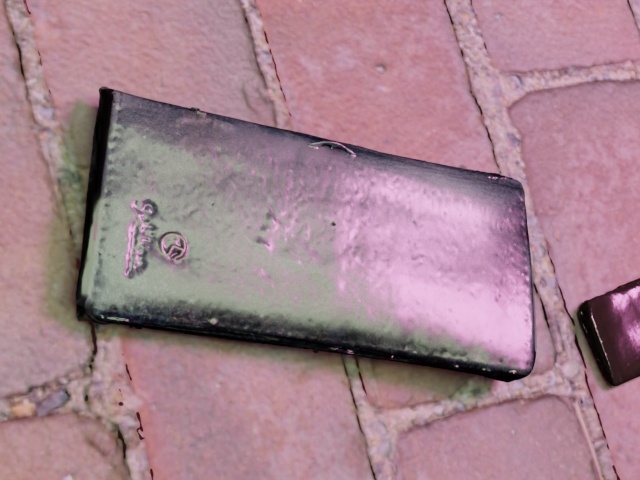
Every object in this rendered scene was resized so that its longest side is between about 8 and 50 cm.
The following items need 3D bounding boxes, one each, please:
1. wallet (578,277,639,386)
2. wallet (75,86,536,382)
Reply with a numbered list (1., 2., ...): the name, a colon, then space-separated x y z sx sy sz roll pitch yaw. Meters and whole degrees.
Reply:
1. wallet: 0.302 0.070 1.158 0.157 0.018 0.082 -19 81 -28
2. wallet: 0.000 0.000 1.034 0.379 0.046 0.190 10 67 -20
